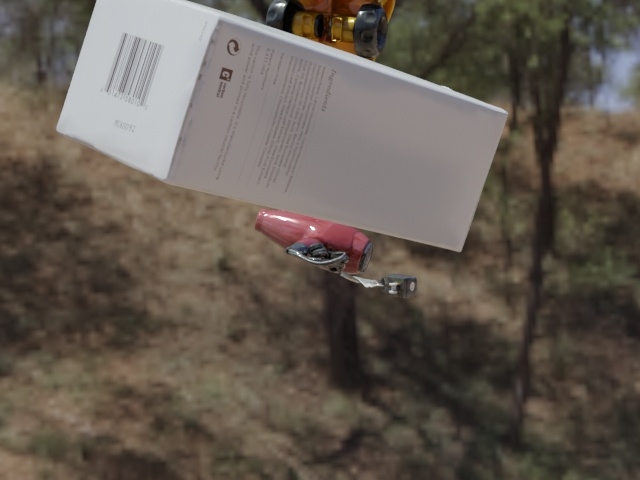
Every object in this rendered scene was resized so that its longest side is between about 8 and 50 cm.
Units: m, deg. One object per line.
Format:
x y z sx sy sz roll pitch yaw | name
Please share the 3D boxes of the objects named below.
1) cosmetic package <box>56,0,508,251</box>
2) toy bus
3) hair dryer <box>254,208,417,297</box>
-0.027 -0.112 1.451 0.365 0.155 0.197 14 7 -41 | cosmetic package
0.035 -0.324 1.997 0.149 0.220 0.211 8 11 18 | toy bus
0.000 0.000 2.396 0.224 0.080 0.293 23 -1 -38 | hair dryer
